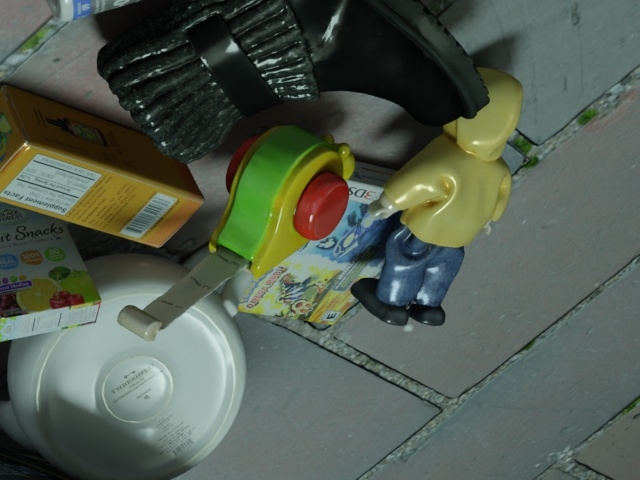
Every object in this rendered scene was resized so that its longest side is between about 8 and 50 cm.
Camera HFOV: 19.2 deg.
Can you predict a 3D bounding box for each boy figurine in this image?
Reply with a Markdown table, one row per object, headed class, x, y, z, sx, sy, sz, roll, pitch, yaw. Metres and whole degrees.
| class | x | y | z | sx | sy | sz | roll | pitch | yaw |
| --- | --- | --- | --- | --- | --- | --- | --- | --- | --- |
| boy figurine | 0.124 | -0.048 | 1.962 | 0.177 | 0.092 | 0.285 | 0 | 118 | -41 |

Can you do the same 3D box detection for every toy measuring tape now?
| class | x | y | z | sx | sy | sz | roll | pitch | yaw |
| --- | --- | --- | --- | --- | --- | --- | --- | --- | --- |
| toy measuring tape | -0.069 | -0.026 | 1.783 | 0.330 | 0.121 | 0.121 | -36 | 157 | -43 |

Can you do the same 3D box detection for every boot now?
| class | x | y | z | sx | sy | sz | roll | pitch | yaw |
| --- | --- | --- | --- | --- | --- | --- | --- | --- | --- |
| boot | -0.022 | -0.151 | 1.739 | 0.260 | 0.131 | 0.348 | -42 | 135 | 7 |

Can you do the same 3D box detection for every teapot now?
| class | x | y | z | sx | sy | sz | roll | pitch | yaw |
| --- | --- | --- | --- | --- | --- | --- | --- | --- | --- |
| teapot | -0.200 | 0.112 | 1.913 | 0.256 | 0.187 | 0.253 | 7 | 106 | -20 |

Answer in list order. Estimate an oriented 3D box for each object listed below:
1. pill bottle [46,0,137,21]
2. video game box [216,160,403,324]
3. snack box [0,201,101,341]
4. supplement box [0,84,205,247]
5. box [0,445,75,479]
| class | x | y | z | sx | sy | sz | roll | pitch | yaw |
| --- | --- | --- | --- | --- | --- | --- | --- | --- | --- |
| pill bottle | -0.163 | -0.236 | 1.574 | 0.137 | 0.078 | 0.078 | -19 | 145 | -16 |
| video game box | 0.000 | 0.000 | 2.030 | 0.187 | 0.048 | 0.205 | 12 | 127 | -42 |
| snack box | -0.276 | 0.023 | 1.764 | 0.100 | 0.141 | 0.037 | -9 | 141 | -28 |
| supplement box | -0.218 | -0.065 | 1.754 | 0.080 | 0.078 | 0.233 | -43 | 144 | 21 |
| box | -0.259 | 0.283 | 1.918 | 0.318 | 0.395 | 0.097 | 23 | 83 | -51 |
